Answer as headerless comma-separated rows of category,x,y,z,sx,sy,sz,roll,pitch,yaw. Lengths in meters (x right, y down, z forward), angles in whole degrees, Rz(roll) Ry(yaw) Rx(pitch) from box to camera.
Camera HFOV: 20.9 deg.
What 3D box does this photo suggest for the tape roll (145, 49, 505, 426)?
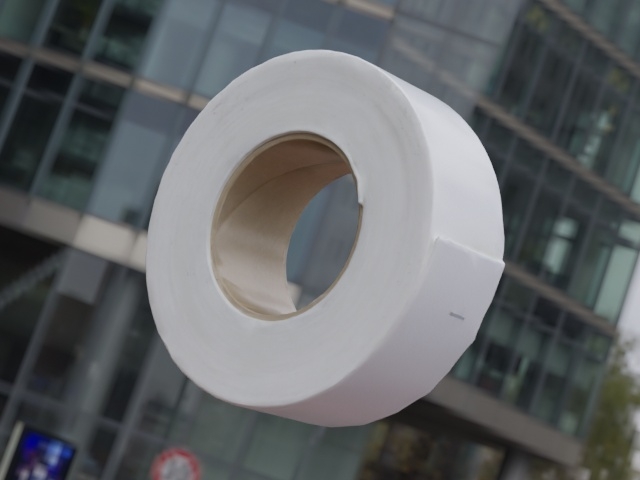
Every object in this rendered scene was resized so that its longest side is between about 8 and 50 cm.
tape roll,0.000,0.000,1.354,0.286,0.286,0.100,11,-7,40
